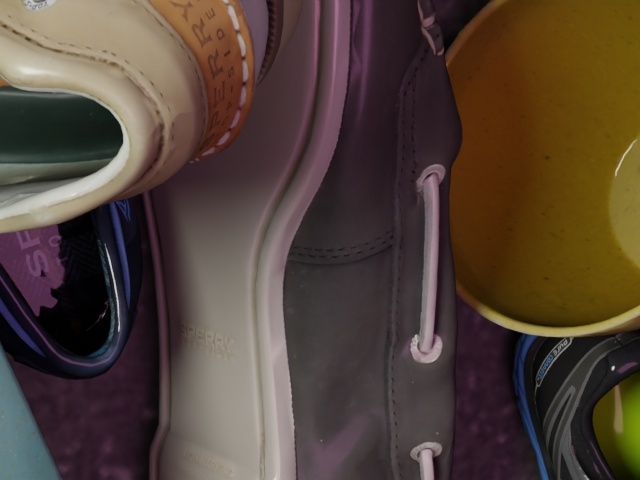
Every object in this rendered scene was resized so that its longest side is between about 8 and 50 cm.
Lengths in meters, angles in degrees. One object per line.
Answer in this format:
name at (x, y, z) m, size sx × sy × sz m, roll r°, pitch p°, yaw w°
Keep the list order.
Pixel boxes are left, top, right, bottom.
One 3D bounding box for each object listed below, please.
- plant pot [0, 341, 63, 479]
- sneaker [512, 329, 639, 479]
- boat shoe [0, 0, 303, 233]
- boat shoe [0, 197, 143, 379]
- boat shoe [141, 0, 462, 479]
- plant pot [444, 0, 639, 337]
plant pot at (-0.212, 0.074, 0.571) m, size 0.234 × 0.165 × 0.166 m, roll -30°, pitch 112°, yaw -20°
sneaker at (0.128, 0.111, 0.754) m, size 0.067 × 0.078 × 0.188 m, roll -26°, pitch 112°, yaw -14°
boat shoe at (-0.162, -0.056, 0.504) m, size 0.302 × 0.103 × 0.113 m, roll -2°, pitch 121°, yaw 19°
boat shoe at (-0.108, -0.077, 0.607) m, size 0.109 × 0.089 × 0.258 m, roll -31°, pitch 111°, yaw -12°
boat shoe at (0.000, 0.000, 0.669) m, size 0.095 × 0.112 × 0.335 m, roll -11°, pitch 113°, yaw -37°
plant pot at (0.114, -0.025, 0.699) m, size 0.095 × 0.134 × 0.134 m, roll 16°, pitch 98°, yaw -52°
